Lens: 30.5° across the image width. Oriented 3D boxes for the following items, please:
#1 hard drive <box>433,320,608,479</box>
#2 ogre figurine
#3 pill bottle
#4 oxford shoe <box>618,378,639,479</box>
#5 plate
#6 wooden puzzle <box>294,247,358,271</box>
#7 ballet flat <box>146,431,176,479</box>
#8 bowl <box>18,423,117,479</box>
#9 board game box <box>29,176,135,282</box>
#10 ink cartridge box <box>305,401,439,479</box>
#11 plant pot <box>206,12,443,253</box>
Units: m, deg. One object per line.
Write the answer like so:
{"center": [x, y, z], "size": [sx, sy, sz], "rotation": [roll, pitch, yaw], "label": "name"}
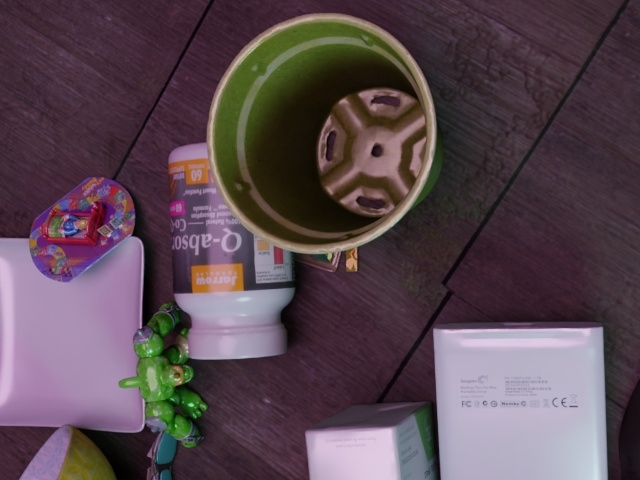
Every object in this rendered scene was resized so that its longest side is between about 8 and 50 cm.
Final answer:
{"center": [0.248, 0.253, 1.442], "size": [0.203, 0.040, 0.307], "rotation": [-2, 100, 14], "label": "hard drive"}
{"center": [-0.211, 0.189, 1.608], "size": [0.097, 0.118, 0.197], "rotation": [10, 94, 20], "label": "ogre figurine"}
{"center": [-0.115, 0.013, 1.551], "size": [0.162, 0.162, 0.278], "rotation": [-4, 88, 20], "label": "pill bottle"}
{"center": [0.407, 0.258, 1.418], "size": [0.076, 0.076, 0.212], "rotation": [7, 90, -10], "label": "oxford shoe"}
{"center": [-0.370, 0.133, 1.705], "size": [0.277, 0.045, 0.278], "rotation": [-1, 89, 21], "label": "plate"}
{"center": [0.000, 0.000, 1.587], "size": [0.116, 0.014, 0.078], "rotation": [11, 93, 20], "label": "wooden puzzle"}
{"center": [-0.228, 0.316, 1.657], "size": [0.041, 0.041, 0.114], "rotation": [3, 90, 20], "label": "ballet flat"}
{"center": [-0.351, 0.415, 1.609], "size": [0.156, 0.289, 0.289], "rotation": [33, 102, -16], "label": "bowl"}
{"center": [-0.348, -0.025, 1.669], "size": [0.169, 0.033, 0.133], "rotation": [-38, 58, -2], "label": "board game box"}
{"center": [0.081, 0.390, 1.452], "size": [0.119, 0.207, 0.353], "rotation": [-6, 90, 18], "label": "ink cartridge box"}
{"center": [0.037, -0.118, 1.446], "size": [0.276, 0.254, 0.276], "rotation": [-1, 88, 19], "label": "plant pot"}
